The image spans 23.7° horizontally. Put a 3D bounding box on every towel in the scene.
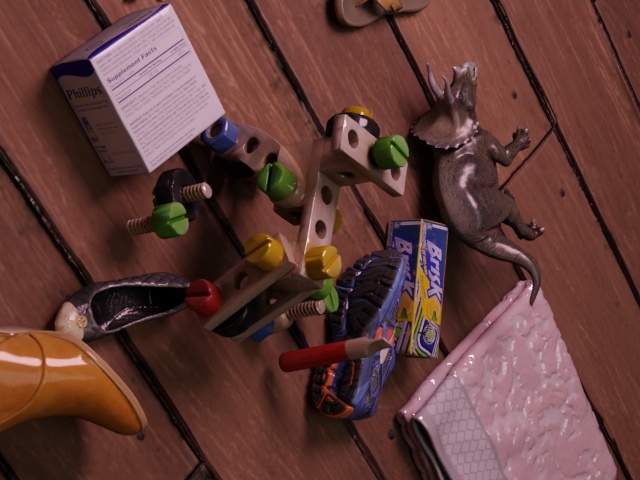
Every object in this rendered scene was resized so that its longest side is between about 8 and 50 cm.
[{"bbox_3d":[0.258,0.270,2.020,0.317,0.053,0.331,-41,116,-37],"label":"towel"}]

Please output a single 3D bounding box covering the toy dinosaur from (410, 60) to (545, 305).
[{"bbox_3d":[0.195,-0.064,1.931,0.160,0.121,0.313,-4,84,-37],"label":"toy dinosaur"}]

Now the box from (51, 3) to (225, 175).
[{"bbox_3d":[-0.189,-0.157,1.594,0.126,0.072,0.137,-43,117,-36],"label":"box"}]

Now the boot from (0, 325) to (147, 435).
[{"bbox_3d":[-0.320,0.163,1.445,0.295,0.104,0.211,46,64,-27],"label":"boot"}]

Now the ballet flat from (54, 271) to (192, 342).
[{"bbox_3d":[-0.203,0.065,1.585,0.173,0.049,0.057,-20,101,-43],"label":"ballet flat"}]

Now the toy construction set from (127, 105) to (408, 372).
[{"bbox_3d":[0.000,0.000,1.627,0.308,0.237,0.257,60,33,-30],"label":"toy construction set"}]

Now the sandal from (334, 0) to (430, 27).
[{"bbox_3d":[0.084,-0.305,1.880,0.180,0.049,0.072,-16,99,-43],"label":"sandal"}]

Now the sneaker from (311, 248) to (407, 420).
[{"bbox_3d":[0.054,0.114,1.824,0.087,0.083,0.221,38,68,-51],"label":"sneaker"}]

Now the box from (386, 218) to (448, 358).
[{"bbox_3d":[0.114,0.060,1.884,0.054,0.059,0.168,12,80,-45],"label":"box"}]
